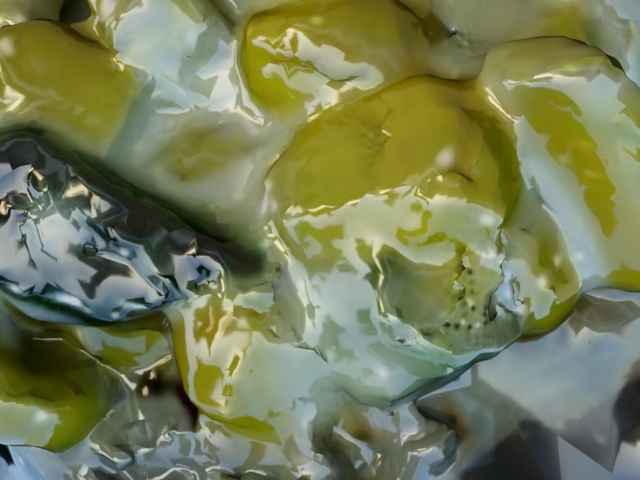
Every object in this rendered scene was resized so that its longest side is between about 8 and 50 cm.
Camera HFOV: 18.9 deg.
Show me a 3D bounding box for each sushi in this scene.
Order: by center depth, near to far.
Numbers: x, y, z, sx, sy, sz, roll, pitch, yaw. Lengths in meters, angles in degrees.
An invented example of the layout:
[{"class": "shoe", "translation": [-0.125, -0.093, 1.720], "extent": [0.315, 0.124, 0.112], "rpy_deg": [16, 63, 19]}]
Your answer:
[{"class": "sushi", "translation": [0.000, 0.000, 0.673], "extent": [0.328, 0.328, 0.285], "rpy_deg": [5, 144, 22]}]
